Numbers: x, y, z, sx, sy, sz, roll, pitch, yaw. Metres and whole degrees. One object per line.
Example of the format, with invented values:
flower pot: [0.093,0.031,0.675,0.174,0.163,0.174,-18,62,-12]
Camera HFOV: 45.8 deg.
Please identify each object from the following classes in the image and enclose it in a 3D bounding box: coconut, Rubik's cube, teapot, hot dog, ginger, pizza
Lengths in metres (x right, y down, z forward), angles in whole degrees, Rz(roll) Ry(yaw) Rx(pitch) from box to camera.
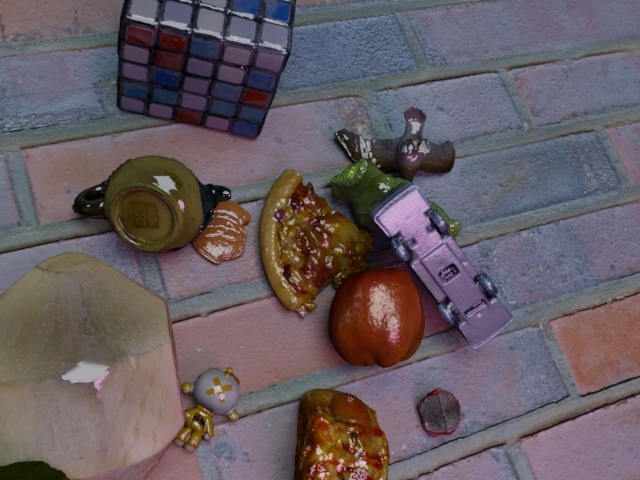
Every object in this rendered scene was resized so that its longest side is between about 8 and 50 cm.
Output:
coconut: [-0.360,0.189,1.099,0.352,0.352,0.353,6,66,-14]
Rubik's cube: [-0.209,-0.401,1.406,0.287,0.292,0.293,10,67,-12]
teapot: [-0.292,-0.076,1.328,0.269,0.173,0.182,1,28,9]
hot dog: [0.027,0.360,1.224,0.150,0.153,0.257,9,65,-14]
ginger: [0.147,-0.048,1.460,0.290,0.089,0.137,28,103,-7]
pizza: [0.000,0.000,1.413,0.228,0.081,0.289,6,64,-15]

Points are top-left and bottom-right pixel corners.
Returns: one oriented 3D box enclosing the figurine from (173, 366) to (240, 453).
figurine: [-0.192,0.273,1.247,0.143,0.068,0.101,-34,86,-14]

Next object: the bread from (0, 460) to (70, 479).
bread: [-0.370,0.452,0.957,0.366,0.382,0.129,19,20,-13]

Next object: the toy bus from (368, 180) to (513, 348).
toy bus: [0.211,0.037,1.364,0.109,0.136,0.330,-37,109,5]

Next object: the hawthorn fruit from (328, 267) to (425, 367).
hawthorn fruit: [0.101,0.134,1.332,0.189,0.189,0.189,6,66,-14]

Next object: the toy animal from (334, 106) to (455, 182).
toy animal: [0.163,-0.157,1.507,0.272,0.160,0.197,6,68,-7]

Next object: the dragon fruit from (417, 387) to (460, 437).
dragon fruit: [0.216,0.307,1.363,0.060,0.056,0.083,-8,76,-44]

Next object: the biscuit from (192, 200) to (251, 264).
biscuit: [-0.182,-0.017,1.398,0.102,0.019,0.130,20,64,-7]
